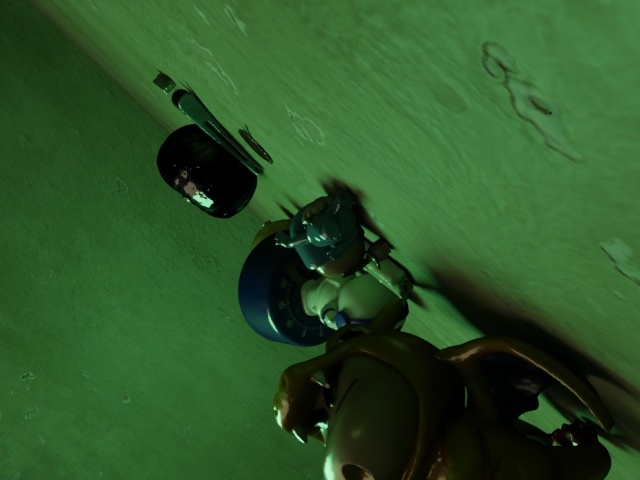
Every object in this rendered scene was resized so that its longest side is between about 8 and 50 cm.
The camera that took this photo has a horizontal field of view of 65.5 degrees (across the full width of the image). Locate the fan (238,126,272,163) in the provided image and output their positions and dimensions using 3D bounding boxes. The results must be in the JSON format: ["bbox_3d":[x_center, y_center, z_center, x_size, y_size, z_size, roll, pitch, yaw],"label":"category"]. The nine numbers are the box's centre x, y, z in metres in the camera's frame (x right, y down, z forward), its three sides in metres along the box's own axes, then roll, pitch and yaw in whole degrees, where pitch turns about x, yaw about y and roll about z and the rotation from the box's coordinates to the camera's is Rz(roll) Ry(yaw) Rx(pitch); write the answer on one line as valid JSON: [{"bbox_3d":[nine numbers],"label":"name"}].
[{"bbox_3d":[-0.118,-0.169,0.857,0.085,0.005,0.133,43,175,11],"label":"fan"}]

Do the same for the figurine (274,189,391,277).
[{"bbox_3d":[0.023,0.000,0.692,0.144,0.114,0.178,41,166,3],"label":"figurine"}]

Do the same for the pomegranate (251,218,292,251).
[{"bbox_3d":[-0.104,0.032,1.384,0.191,0.191,0.191,42,174,5],"label":"pomegranate"}]

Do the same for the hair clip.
[{"bbox_3d":[-0.196,-0.210,0.989,0.229,0.039,0.070,41,177,-35],"label":"hair clip"}]

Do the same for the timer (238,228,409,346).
[{"bbox_3d":[0.023,0.124,1.042,0.270,0.270,0.383,46,160,-29],"label":"timer"}]

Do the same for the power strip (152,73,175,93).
[{"bbox_3d":[-0.323,-0.324,1.024,0.083,0.027,0.017,40,174,46],"label":"power strip"}]

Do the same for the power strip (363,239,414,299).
[{"bbox_3d":[0.076,0.027,0.831,0.192,0.035,0.081,39,173,33],"label":"power strip"}]

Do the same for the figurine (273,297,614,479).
[{"bbox_3d":[0.168,0.257,0.653,0.387,0.268,0.401,29,171,33],"label":"figurine"}]

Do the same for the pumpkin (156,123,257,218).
[{"bbox_3d":[-0.249,-0.152,1.104,0.233,0.163,0.233,42,178,2],"label":"pumpkin"}]
